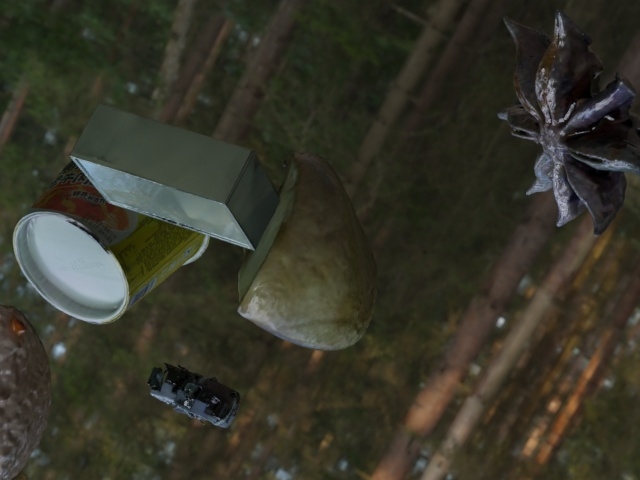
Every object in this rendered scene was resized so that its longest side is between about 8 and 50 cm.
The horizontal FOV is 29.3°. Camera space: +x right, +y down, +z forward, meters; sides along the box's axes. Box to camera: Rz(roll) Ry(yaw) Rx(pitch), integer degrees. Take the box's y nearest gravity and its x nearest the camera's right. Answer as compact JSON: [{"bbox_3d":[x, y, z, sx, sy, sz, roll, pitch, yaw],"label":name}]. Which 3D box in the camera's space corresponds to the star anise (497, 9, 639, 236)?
[{"bbox_3d":[0.195,-0.097,0.943,0.061,0.181,0.204,-20,-175,-15],"label":"star anise"}]

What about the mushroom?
[{"bbox_3d":[0.008,0.005,1.704,0.217,0.212,0.292,24,-161,-18],"label":"mushroom"}]

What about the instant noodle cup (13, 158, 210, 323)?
[{"bbox_3d":[-0.325,-0.011,1.858,0.264,0.264,0.200,30,-134,8],"label":"instant noodle cup"}]

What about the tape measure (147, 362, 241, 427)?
[{"bbox_3d":[-0.137,0.177,1.390,0.091,0.054,0.094,13,166,48],"label":"tape measure"}]

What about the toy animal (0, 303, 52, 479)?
[{"bbox_3d":[-0.414,0.199,1.443,0.188,0.358,0.227,6,-123,-28],"label":"toy animal"}]

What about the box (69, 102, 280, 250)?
[{"bbox_3d":[-0.177,-0.080,1.522,0.225,0.086,0.129,18,160,22],"label":"box"}]
